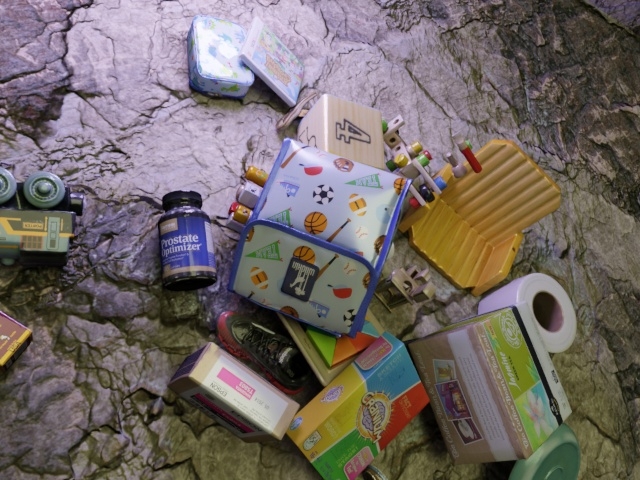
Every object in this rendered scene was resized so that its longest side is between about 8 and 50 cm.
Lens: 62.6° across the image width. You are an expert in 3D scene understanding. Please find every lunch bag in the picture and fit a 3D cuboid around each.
[{"bbox_3d":[0.000,0.000,1.227,0.328,0.239,0.385,21,76,8],"label":"lunch bag"},{"bbox_3d":[-0.277,-0.508,1.470,0.176,0.090,0.218,0,70,-28],"label":"lunch bag"}]

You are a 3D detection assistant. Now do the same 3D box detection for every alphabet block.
[{"bbox_3d":[0.053,-0.264,1.495,0.194,0.192,0.197,9,67,-23],"label":"alphabet block"}]

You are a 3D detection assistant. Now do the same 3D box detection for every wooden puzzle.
[{"bbox_3d":[0.042,0.206,1.255,0.239,0.044,0.221,-18,61,-35],"label":"wooden puzzle"}]

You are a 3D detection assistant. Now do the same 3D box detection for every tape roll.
[{"bbox_3d":[0.636,0.238,1.626,0.246,0.169,0.246,11,65,-25],"label":"tape roll"}]

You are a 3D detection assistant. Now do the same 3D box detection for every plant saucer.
[{"bbox_3d":[0.613,0.649,1.426,0.318,0.044,0.317,-11,110,-32],"label":"plant saucer"}]

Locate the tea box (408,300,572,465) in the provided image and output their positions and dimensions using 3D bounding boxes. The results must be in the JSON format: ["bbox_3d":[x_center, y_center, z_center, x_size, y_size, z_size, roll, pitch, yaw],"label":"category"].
[{"bbox_3d":[0.454,0.369,1.402,0.324,0.220,0.328,-11,77,-46],"label":"tea box"}]

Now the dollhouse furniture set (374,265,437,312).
[{"bbox_3d":[0.255,0.096,1.465,0.101,0.182,0.161,49,57,-4],"label":"dollhouse furniture set"}]

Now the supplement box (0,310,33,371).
[{"bbox_3d":[-0.652,0.160,0.992,0.188,0.104,0.080,37,58,-11],"label":"supplement box"}]

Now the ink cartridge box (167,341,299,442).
[{"bbox_3d":[-0.191,0.331,1.122,0.235,0.193,0.088,39,57,-9],"label":"ink cartridge box"}]

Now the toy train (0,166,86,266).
[{"bbox_3d":[-0.655,-0.044,1.060,0.334,0.142,0.190,3,79,-27],"label":"toy train"}]

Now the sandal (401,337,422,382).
[{"bbox_3d":[0.155,0.334,1.379,0.446,0.107,0.167,12,64,-38],"label":"sandal"}]

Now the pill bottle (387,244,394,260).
[{"bbox_3d":[0.092,0.041,1.434,0.216,0.121,0.121,-17,80,-32],"label":"pill bottle"}]

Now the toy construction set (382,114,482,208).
[{"bbox_3d":[0.274,-0.252,1.519,0.237,0.309,0.257,49,44,-28],"label":"toy construction set"}]

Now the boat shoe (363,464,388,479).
[{"bbox_3d":[0.147,0.633,1.263,0.066,0.066,0.183,-24,83,-32],"label":"boat shoe"}]

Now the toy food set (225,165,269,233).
[{"bbox_3d":[-0.165,-0.085,1.341,0.105,0.111,0.232,27,29,-17],"label":"toy food set"}]

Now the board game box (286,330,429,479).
[{"bbox_3d":[0.094,0.395,1.205,0.317,0.064,0.242,-40,128,-16],"label":"board game box"}]

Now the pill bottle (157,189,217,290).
[{"bbox_3d":[-0.314,0.000,1.230,0.123,0.123,0.219,-1,71,-29],"label":"pill bottle"}]

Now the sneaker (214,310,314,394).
[{"bbox_3d":[-0.123,0.252,1.227,0.276,0.135,0.097,41,59,-7],"label":"sneaker"}]

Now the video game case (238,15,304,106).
[{"bbox_3d":[-0.135,-0.521,1.534,0.212,0.023,0.193,39,44,-33],"label":"video game case"}]

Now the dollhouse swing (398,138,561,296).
[{"bbox_3d":[0.498,-0.070,1.592,0.347,0.305,0.315,42,57,-9],"label":"dollhouse swing"}]

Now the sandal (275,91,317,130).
[{"bbox_3d":[-0.066,-0.372,1.548,0.049,0.072,0.180,49,56,-22],"label":"sandal"}]
